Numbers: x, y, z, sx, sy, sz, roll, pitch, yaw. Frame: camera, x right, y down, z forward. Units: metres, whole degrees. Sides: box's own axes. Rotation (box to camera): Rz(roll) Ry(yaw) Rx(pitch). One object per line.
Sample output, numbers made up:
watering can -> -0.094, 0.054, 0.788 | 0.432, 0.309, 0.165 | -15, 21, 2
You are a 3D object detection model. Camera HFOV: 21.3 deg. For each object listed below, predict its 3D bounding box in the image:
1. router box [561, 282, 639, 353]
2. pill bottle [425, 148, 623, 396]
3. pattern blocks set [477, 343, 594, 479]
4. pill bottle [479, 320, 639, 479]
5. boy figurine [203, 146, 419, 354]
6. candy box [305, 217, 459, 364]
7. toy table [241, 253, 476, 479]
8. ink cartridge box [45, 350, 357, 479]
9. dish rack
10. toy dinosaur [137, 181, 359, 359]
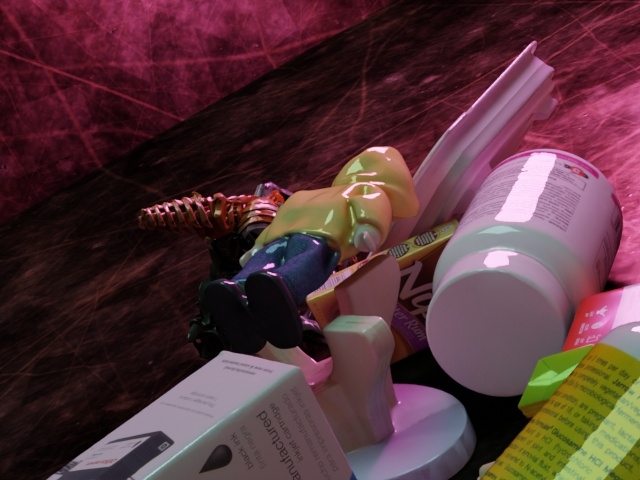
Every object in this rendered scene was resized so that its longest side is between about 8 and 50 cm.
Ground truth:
router box -> 0.335, 0.122, 1.390 | 0.301, 0.082, 0.335 | -17, 20, 26
pill bottle -> 0.202, 0.029, 1.692 | 0.160, 0.160, 0.283 | -18, 17, 25
pattern blocks set -> 0.193, 0.205, 1.239 | 0.325, 0.026, 0.285 | -14, 51, 29
pill bottle -> 0.207, 0.175, 1.094 | 0.334, 0.188, 0.188 | -49, 21, -5
boy figurine -> 0.000, 0.000, 1.667 | 0.177, 0.092, 0.285 | -14, 20, 39
candy box -> 0.088, 0.065, 1.849 | 0.186, 0.109, 0.053 | -26, 18, 2
toy table -> 0.015, 0.143, 1.650 | 0.274, 0.161, 0.252 | -9, 24, 45
ink cartridge box -> -0.114, 0.267, 1.369 | 0.307, 0.223, 0.129 | -35, 21, -26
dish rack -> 0.166, -0.063, 1.994 | 0.333, 0.072, 0.285 | -47, -12, -49
toy dinosaur -> -0.084, 0.027, 1.984 | 0.322, 0.218, 0.164 | 10, -24, -24
